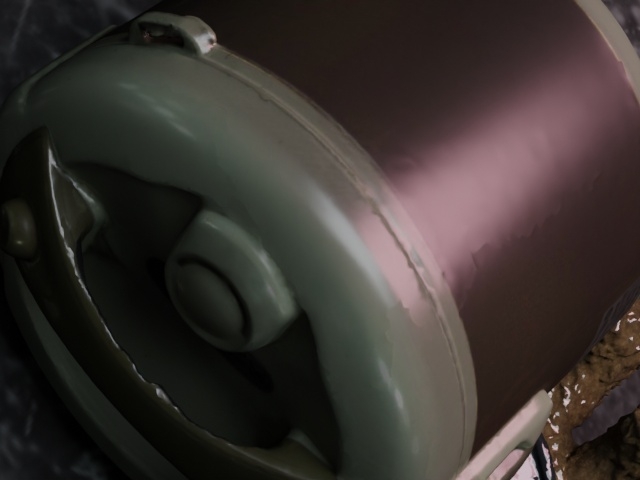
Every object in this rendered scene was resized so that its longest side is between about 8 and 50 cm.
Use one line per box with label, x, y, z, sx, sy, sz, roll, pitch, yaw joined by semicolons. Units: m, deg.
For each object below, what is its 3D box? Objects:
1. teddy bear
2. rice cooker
teddy bear;0.130;0.153;1.184;0.251;0.129;0.182;-23;66;-14
rice cooker;0.000;0.000;1.008;0.325;0.335;0.335;-40;100;-38
